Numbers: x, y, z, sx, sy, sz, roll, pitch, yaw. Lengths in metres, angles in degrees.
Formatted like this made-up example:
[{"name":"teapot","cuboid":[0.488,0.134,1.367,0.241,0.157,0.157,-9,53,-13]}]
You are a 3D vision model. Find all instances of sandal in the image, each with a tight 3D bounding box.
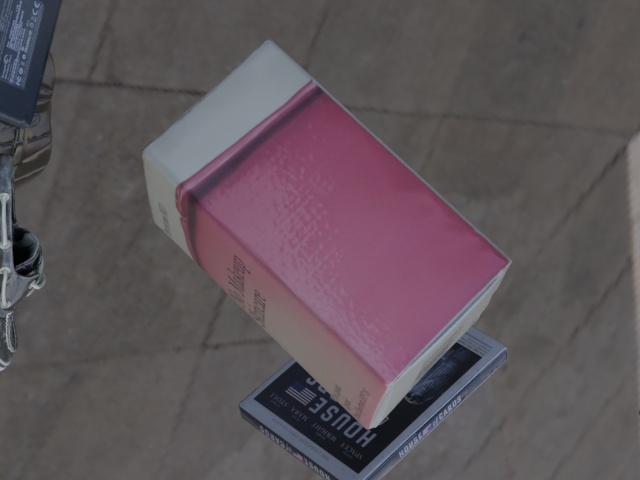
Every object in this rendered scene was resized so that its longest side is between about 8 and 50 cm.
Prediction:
[{"name":"sandal","cuboid":[-0.273,-0.106,1.156,0.090,0.060,0.219,-13,150,-24]}]

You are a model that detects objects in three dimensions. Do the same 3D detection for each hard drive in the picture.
[{"name":"hard drive","cuboid":[-0.193,-0.122,0.761,0.135,0.022,0.094,23,80,-69]}]

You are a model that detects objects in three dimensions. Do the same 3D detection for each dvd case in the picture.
[{"name":"dvd case","cuboid":[0.057,0.153,1.485,0.238,0.179,0.030,-39,139,-26]}]

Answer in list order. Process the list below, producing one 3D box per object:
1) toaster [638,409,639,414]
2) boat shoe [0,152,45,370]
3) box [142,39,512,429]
[{"name":"toaster","cuboid":[0.292,0.046,0.855,0.186,0.110,0.168,-62,175,28]},{"name":"boat shoe","cuboid":[-0.250,0.023,1.067,0.070,0.078,0.219,-6,137,-7]},{"name":"box","cuboid":[0.000,0.000,0.975,0.127,0.232,0.149,-44,168,-16]}]
